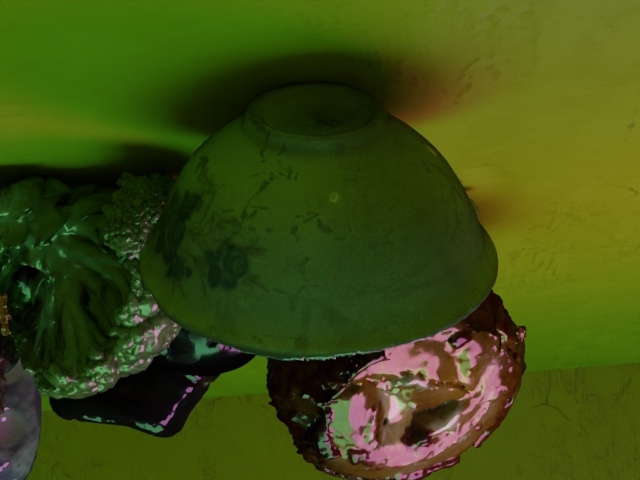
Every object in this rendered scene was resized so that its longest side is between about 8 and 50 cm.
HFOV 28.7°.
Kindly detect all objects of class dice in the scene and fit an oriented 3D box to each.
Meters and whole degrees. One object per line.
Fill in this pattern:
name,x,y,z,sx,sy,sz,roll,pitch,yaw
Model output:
dice,-0.626,0.278,2.076,0.270,0.270,0.271,3,165,-29

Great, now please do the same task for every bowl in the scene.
bowl,-0.003,-0.046,1.054,0.313,0.146,0.313,-1,-148,1

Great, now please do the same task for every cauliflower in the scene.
cauliflower,-0.251,0.020,1.304,0.250,0.275,0.272,38,-173,-15

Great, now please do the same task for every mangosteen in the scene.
mangosteen,-0.161,0.064,1.523,0.230,0.194,0.194,27,-169,41

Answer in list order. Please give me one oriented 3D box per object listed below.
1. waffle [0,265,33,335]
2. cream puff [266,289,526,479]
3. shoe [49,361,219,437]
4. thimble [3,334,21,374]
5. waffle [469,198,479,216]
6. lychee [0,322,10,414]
waffle,-0.385,0.071,1.577,0.238,0.058,0.243,-21,161,26
cream puff,0.084,0.151,1.558,0.350,0.228,0.350,-13,127,-17
shoe,-0.216,0.151,1.721,0.384,0.237,0.171,-11,166,30
thimble,-0.502,0.138,1.794,0.150,0.150,0.098,6,162,-37
waffle,0.040,-0.022,1.461,0.261,0.056,0.250,6,164,-30
lychee,-0.534,0.140,1.313,0.380,0.380,0.432,-10,150,26
